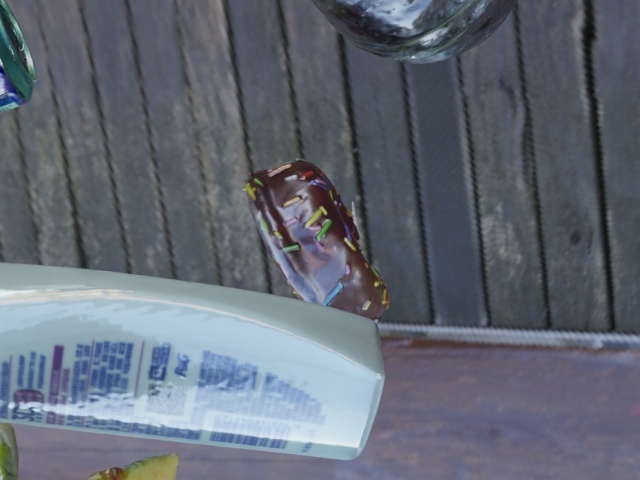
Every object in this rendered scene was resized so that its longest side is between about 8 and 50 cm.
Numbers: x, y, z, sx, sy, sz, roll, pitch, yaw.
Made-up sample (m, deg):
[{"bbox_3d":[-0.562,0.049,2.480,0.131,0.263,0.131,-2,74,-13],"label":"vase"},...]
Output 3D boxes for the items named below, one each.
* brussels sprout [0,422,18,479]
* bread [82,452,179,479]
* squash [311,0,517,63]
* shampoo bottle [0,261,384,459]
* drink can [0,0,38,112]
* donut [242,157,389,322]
[{"bbox_3d":[-0.464,0.311,1.588,0.144,0.161,0.181,15,79,27],"label":"brussels sprout"},{"bbox_3d":[-0.201,0.243,0.725,0.163,0.167,0.264,11,94,23],"label":"bread"},{"bbox_3d":[0.054,-0.206,0.777,0.156,0.193,0.193,-22,97,47],"label":"squash"},{"bbox_3d":[-0.138,0.078,0.855,0.359,0.078,0.134,8,129,-10],"label":"shampoo bottle"},{"bbox_3d":[-0.368,-0.147,1.105,0.205,0.118,0.118,-21,98,-1],"label":"drink can"},{"bbox_3d":[0.000,0.001,1.415,0.096,0.230,0.216,-27,130,7],"label":"donut"}]
